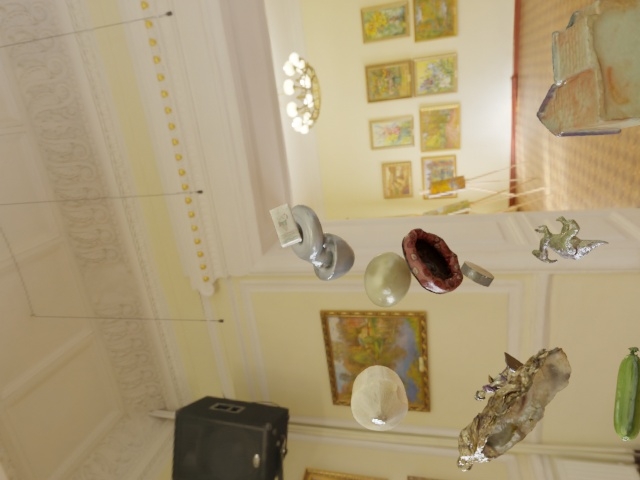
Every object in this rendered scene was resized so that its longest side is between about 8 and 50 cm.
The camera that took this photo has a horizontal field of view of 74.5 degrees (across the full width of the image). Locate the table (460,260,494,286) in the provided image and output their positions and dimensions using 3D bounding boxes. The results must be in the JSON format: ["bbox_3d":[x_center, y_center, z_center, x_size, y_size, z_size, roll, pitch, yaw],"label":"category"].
[{"bbox_3d":[0.640,0.136,1.726,0.043,0.133,0.133,-64,-8,17],"label":"table"}]

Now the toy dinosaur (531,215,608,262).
[{"bbox_3d":[0.896,-0.001,1.565,0.162,0.077,0.294,59,167,-1],"label":"toy dinosaur"}]

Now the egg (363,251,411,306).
[{"bbox_3d":[0.263,0.158,1.665,0.186,0.185,0.242,-66,-15,-58],"label":"egg"}]

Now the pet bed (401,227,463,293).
[{"bbox_3d":[0.308,0.057,1.155,0.201,0.053,0.201,20,-130,-25],"label":"pet bed"}]

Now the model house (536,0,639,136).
[{"bbox_3d":[0.741,-0.443,1.140,0.280,0.245,0.313,-115,18,-86],"label":"model house"}]

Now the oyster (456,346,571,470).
[{"bbox_3d":[0.450,0.390,1.011,0.111,0.396,0.204,41,174,48],"label":"oyster"}]

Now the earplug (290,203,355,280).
[{"bbox_3d":[-0.008,0.008,1.593,0.326,0.214,0.175,49,-119,-11],"label":"earplug"}]

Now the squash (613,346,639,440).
[{"bbox_3d":[1.252,0.615,1.701,0.101,0.101,0.379,62,-135,-58],"label":"squash"}]

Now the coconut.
[{"bbox_3d":[0.247,0.671,1.770,0.266,0.237,0.238,-46,-47,-77],"label":"coconut"}]

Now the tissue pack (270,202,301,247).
[{"bbox_3d":[-0.093,-0.041,1.118,0.023,0.056,0.108,55,-167,-72],"label":"tissue pack"}]

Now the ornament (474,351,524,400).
[{"bbox_3d":[0.603,0.489,1.434,0.203,0.088,0.081,-54,-1,18],"label":"ornament"}]
